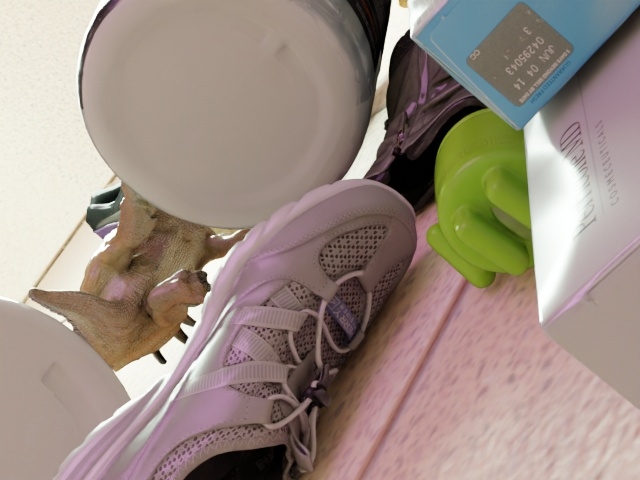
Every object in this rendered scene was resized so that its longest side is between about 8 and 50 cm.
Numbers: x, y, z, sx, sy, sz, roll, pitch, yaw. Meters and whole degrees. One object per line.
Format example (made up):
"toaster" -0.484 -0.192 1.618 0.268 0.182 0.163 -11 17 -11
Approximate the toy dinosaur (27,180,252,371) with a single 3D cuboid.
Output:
"toy dinosaur" -0.146 0.041 1.090 0.200 0.127 0.296 -45 1 31

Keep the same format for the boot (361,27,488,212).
"boot" 0.114 -0.122 0.870 0.246 0.083 0.161 -49 17 39

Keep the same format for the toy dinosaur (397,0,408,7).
"toy dinosaur" 0.064 -0.252 1.284 0.212 0.112 0.064 -67 22 0

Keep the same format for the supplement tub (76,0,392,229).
"supplement tub" -0.051 -0.171 1.057 0.207 0.207 0.338 -45 15 27

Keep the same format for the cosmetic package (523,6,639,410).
"cosmetic package" 0.202 -0.124 0.505 0.284 0.097 0.377 -44 15 24

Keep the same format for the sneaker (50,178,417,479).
"sneaker" -0.025 0.090 0.765 0.115 0.105 0.281 26 73 46

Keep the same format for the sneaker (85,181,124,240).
"sneaker" -0.167 -0.088 1.583 0.283 0.124 0.107 -46 15 20

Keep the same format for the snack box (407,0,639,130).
"snack box" 0.117 -0.179 0.606 0.187 0.060 0.322 -47 13 19

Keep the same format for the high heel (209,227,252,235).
"high heel" -0.067 -0.092 1.304 0.261 0.093 0.186 -19 37 40

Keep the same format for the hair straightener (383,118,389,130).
"hair straightener" 0.000 0.000 0.956 0.089 0.047 0.230 -33 23 53

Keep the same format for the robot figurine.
"robot figurine" 0.090 -0.027 0.681 0.101 0.067 0.115 -55 11 21

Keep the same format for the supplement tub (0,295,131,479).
"supplement tub" -0.297 0.209 0.973 0.331 0.241 0.241 -40 17 41
